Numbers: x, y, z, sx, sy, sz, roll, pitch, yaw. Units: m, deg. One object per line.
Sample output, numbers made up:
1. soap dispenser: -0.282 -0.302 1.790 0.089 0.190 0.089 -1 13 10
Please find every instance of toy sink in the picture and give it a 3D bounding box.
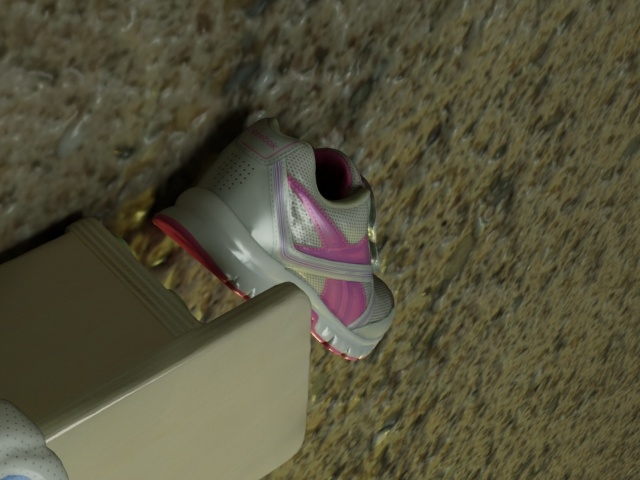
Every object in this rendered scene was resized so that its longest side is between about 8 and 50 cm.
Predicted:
1. toy sink: -0.136 0.092 0.669 0.234 0.131 0.153 -29 143 -29

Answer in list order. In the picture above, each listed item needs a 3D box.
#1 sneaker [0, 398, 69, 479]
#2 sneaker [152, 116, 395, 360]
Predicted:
1. sneaker: -0.232 0.186 0.460 0.130 0.236 0.323 89 23 -82
2. sneaker: 0.000 0.000 0.794 0.111 0.103 0.252 -52 151 1
